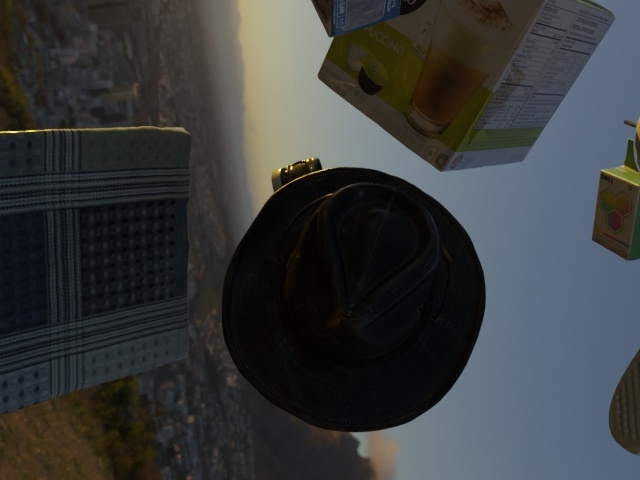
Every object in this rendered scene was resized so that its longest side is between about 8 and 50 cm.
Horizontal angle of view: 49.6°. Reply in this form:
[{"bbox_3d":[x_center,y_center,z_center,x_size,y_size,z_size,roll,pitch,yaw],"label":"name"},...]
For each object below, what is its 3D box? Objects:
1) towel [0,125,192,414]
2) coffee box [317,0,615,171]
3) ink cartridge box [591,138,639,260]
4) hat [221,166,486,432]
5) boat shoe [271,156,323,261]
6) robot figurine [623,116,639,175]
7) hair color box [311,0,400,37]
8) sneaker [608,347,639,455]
[{"bbox_3d":[-0.283,0.028,0.777,0.056,0.324,0.312,14,-74,41],"label":"towel"},{"bbox_3d":[0.267,-0.363,1.287,0.337,0.338,0.334,42,-58,26],"label":"coffee box"},{"bbox_3d":[0.594,-0.079,1.336,0.109,0.062,0.209,-130,-145,-60],"label":"ink cartridge box"},{"bbox_3d":[0.051,0.037,0.762,0.134,0.331,0.331,110,-29,-65],"label":"hat"},{"bbox_3d":[0.000,0.000,0.938,0.081,0.069,0.227,-2,73,-73],"label":"boat shoe"},{"bbox_3d":[0.572,-0.137,0.914,0.353,0.200,0.300,-5,-75,64],"label":"robot figurine"},{"bbox_3d":[-0.005,-0.456,0.881,0.174,0.105,0.347,88,-20,-68],"label":"hair color box"},{"bbox_3d":[0.501,0.115,0.823,0.366,0.150,0.135,-59,-162,17],"label":"sneaker"}]
